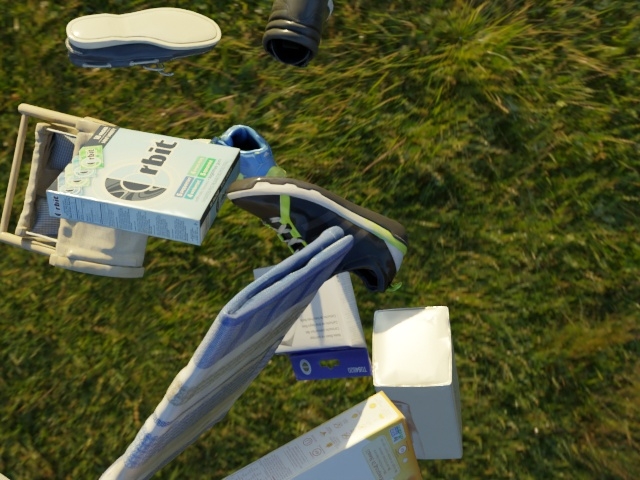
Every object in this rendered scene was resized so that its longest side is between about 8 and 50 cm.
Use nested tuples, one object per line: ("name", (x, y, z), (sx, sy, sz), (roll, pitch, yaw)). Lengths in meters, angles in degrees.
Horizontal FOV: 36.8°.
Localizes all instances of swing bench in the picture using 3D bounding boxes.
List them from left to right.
("swing bench", (-0.419, -0.088, 1.693), (0.255, 0.165, 0.253), (18, 98, 40))

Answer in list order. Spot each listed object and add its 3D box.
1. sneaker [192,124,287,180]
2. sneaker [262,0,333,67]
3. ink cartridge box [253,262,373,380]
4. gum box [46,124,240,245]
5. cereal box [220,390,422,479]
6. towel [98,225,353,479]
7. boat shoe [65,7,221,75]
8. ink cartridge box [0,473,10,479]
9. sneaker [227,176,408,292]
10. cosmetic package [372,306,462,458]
("sneaker", (-0.161, -0.164, 1.701), (0.240, 0.091, 0.126), (20, 141, 31))
("sneaker", (-0.044, -0.348, 1.561), (0.105, 0.296, 0.146), (17, 88, -3))
("ink cartridge box", (-0.017, 0.141, 1.690), (0.223, 0.045, 0.223), (-15, 90, 49))
("gum box", (-0.206, -0.070, 1.146), (0.185, 0.157, 0.041), (11, 128, 7))
("cereal box", (-0.019, 0.260, 0.871), (0.240, 0.047, 0.173), (-28, 127, -13))
("towel", (-0.091, 0.114, 0.870), (0.034, 0.209, 0.285), (42, 126, 10))
("boat shoe", (-0.296, -0.329, 1.618), (0.255, 0.095, 0.079), (-10, 147, -19))
("ink cartridge box", (-0.135, 0.153, 0.298), (0.289, 0.211, 0.121), (40, 84, -14))
("sneaker", (0.000, 0.000, 1.087), (0.235, 0.084, 0.097), (20, 78, -21))
("cosmetic package", (0.173, 0.255, 1.672), (0.129, 0.153, 0.296), (-3, 143, 10))
